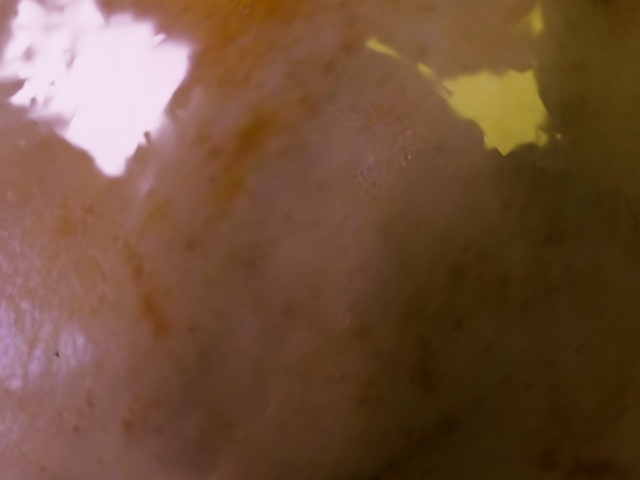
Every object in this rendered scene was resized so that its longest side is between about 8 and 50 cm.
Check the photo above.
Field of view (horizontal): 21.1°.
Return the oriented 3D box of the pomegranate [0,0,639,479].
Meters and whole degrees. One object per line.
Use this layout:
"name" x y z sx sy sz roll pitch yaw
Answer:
"pomegranate" 0.000 0.000 0.585 0.333 0.332 0.332 23 42 -22
